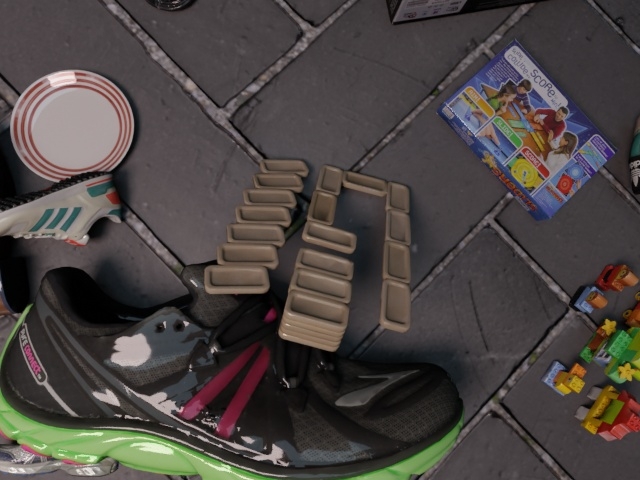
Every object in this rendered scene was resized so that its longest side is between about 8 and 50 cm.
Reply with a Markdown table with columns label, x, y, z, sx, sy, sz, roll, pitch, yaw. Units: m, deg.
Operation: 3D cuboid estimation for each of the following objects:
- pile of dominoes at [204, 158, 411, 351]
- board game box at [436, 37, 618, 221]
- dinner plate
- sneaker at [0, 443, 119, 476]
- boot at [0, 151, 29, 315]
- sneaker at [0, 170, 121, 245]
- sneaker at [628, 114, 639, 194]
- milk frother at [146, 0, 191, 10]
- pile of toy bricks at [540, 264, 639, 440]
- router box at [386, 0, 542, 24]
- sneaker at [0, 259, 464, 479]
| label | x | y | z | sx | sy | sz | roll | pitch | yaw |
| --- | --- | --- | --- | --- | --- | --- | --- | --- | --- |
| pile of dominoes | 0.000 | 0.000 | 0.500 | 0.196 | 0.040 | 0.251 | 15 | 41 | -2 |
| board game box | 0.271 | -0.144 | 0.597 | 0.136 | 0.035 | 0.201 | -42 | 90 | -8 |
| dinner plate | -0.297 | -0.136 | 0.549 | 0.141 | 0.017 | 0.141 | 0 | 85 | -6 |
| sneaker | -0.292 | 0.226 | 0.505 | 0.135 | 0.052 | 0.058 | 7 | 74 | -12 |
| boot | -0.402 | -0.019 | 0.496 | 0.106 | 0.082 | 0.219 | -9 | 88 | -9 |
| sneaker | -0.289 | -0.018 | 0.490 | 0.161 | 0.057 | 0.075 | -35 | 123 | -41 |
| sneaker | 0.547 | -0.068 | 0.587 | 0.302 | 0.108 | 0.121 | 18 | 84 | 4 |
| milk frother | -0.209 | -0.361 | 0.519 | 0.129 | 0.135 | 0.143 | -37 | 86 | 23 |
| pile of toy bricks | 0.368 | 0.126 | 0.546 | 0.118 | 0.105 | 0.212 | 38 | 82 | -1 |
| router box | 0.219 | -0.438 | 0.596 | 0.309 | 0.081 | 0.243 | -11 | 86 | -7 |
| sneaker | -0.078 | 0.126 | 0.464 | 0.483 | 0.185 | 0.202 | 9 | 87 | -6 |
